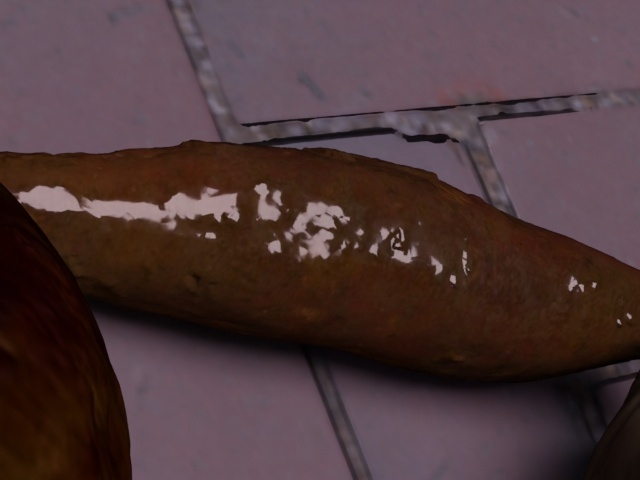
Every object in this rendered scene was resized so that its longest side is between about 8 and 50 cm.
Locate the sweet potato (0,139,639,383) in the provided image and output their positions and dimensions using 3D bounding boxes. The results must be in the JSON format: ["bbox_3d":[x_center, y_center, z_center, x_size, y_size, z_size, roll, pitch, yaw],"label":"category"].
[{"bbox_3d":[0.000,0.000,0.613,0.314,0.066,0.072,14,49,-25],"label":"sweet potato"}]

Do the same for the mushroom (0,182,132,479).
[{"bbox_3d":[-0.156,0.100,0.367,0.267,0.267,0.255,-15,106,-40],"label":"mushroom"}]

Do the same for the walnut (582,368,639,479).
[{"bbox_3d":[0.157,0.103,0.610,0.140,0.140,0.162,-42,117,-43],"label":"walnut"}]
